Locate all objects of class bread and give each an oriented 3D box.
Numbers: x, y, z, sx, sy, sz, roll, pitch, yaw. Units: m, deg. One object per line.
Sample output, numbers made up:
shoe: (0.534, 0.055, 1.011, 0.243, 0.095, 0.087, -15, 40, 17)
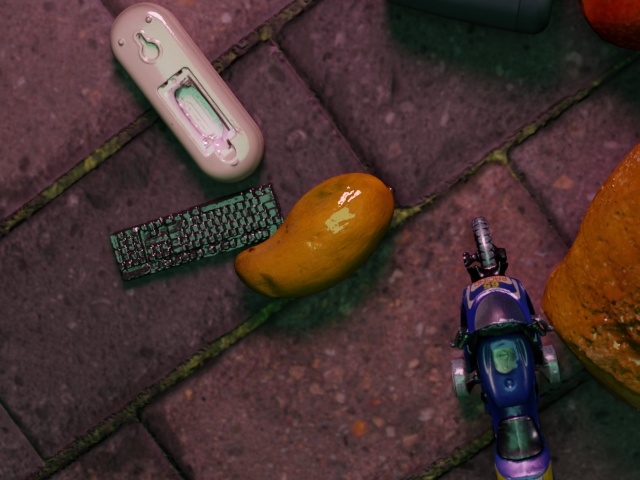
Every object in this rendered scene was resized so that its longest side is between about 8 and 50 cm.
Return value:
bread: (0.389, 0.062, 1.108, 0.328, 0.148, 0.337, 33, 130, 2)

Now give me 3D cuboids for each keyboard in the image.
keyboard: (-0.136, -0.007, 1.290, 0.196, 0.018, 0.060, -18, 93, 8)

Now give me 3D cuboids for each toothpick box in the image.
toothpick box: (0.144, -0.277, 1.168, 0.184, 0.120, 0.120, 11, 99, 9)

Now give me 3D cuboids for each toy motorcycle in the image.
toy motorcycle: (0.188, 0.134, 1.193, 0.113, 0.169, 0.315, -10, 97, 7)

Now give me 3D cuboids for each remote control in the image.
remote control: (-0.143, -0.157, 1.256, 0.078, 0.042, 0.221, -37, 93, 11)

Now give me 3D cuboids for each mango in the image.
mango: (0.000, 0.000, 1.243, 0.190, 0.075, 0.098, -37, 97, 9)

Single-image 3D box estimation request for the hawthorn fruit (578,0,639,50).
hawthorn fruit: (0.324, -0.270, 1.120, 0.179, 0.173, 0.173, -41, 92, 21)
